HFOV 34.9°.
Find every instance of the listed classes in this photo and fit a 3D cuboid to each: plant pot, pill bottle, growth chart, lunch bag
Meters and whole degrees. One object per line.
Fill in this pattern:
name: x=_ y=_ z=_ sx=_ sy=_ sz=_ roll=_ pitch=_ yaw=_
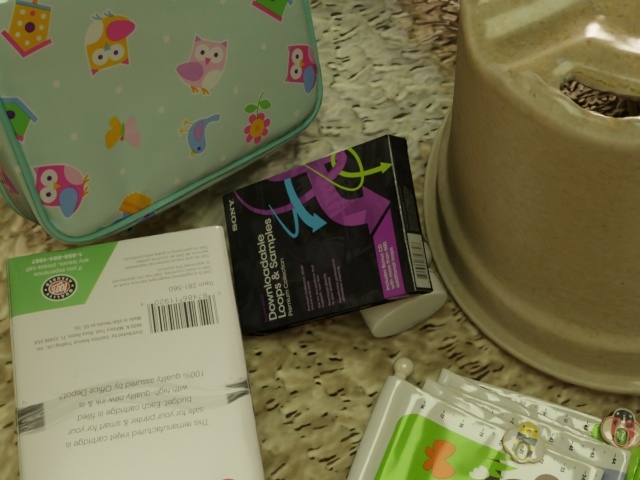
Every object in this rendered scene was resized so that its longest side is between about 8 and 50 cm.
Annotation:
plant pot: x=0.216 y=-0.096 z=0.683 sx=0.333 sy=0.305 sz=0.334 roll=-5 pitch=67 yaw=12
pill bottle: x=0.039 y=0.002 z=0.796 sx=0.078 sy=0.078 sz=0.137 roll=-23 pitch=66 yaw=-13
growth chart: x=0.136 y=0.179 z=0.744 sx=0.237 sy=0.021 sz=0.172 roll=12 pitch=65 yaw=5
lunch bag: x=-0.137 y=-0.131 z=0.768 sx=0.279 sy=0.224 sz=0.108 roll=-29 pitch=34 yaw=-27

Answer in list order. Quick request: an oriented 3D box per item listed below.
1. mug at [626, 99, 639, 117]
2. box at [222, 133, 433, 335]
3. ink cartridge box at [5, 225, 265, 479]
mug: x=0.301 y=-0.105 z=0.873 sx=0.078 sy=0.062 sz=0.064 roll=-7 pitch=72 yaw=8
box: x=0.000 y=0.000 z=0.757 sx=0.162 sy=0.029 sz=0.116 roll=-18 pitch=75 yaw=35
ink cartridge box: x=-0.129 y=0.114 z=0.726 sx=0.160 sy=0.093 sz=0.220 roll=-8 pitch=64 yaw=-6
